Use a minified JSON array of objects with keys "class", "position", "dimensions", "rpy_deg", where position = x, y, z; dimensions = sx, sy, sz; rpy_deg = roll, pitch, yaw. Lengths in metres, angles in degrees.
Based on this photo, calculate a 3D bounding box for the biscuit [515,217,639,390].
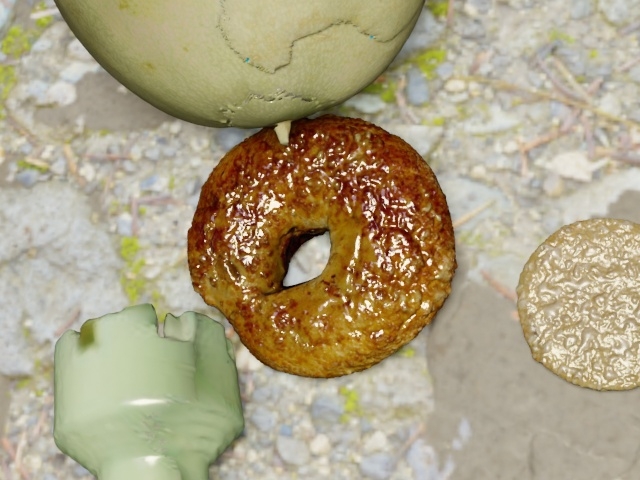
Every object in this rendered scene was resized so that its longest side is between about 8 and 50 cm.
[{"class":"biscuit","position":[0.187,0.041,0.893],"dimensions":[0.120,0.015,0.120],"rpy_deg":[-3,74,11]}]

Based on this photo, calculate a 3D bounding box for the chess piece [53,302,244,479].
[{"class":"chess piece","position":[-0.100,0.199,0.838],"dimensions":[0.194,0.194,0.299],"rpy_deg":[-12,64,9]}]

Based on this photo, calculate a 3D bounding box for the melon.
[{"class":"melon","position":[-0.061,-0.223,0.892],"dimensions":[0.268,0.268,0.330],"rpy_deg":[-19,83,7]}]

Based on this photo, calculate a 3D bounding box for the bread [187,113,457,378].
[{"class":"bread","position":[0.000,0.000,0.923],"dimensions":[0.193,0.064,0.193],"rpy_deg":[-3,77,14]}]
